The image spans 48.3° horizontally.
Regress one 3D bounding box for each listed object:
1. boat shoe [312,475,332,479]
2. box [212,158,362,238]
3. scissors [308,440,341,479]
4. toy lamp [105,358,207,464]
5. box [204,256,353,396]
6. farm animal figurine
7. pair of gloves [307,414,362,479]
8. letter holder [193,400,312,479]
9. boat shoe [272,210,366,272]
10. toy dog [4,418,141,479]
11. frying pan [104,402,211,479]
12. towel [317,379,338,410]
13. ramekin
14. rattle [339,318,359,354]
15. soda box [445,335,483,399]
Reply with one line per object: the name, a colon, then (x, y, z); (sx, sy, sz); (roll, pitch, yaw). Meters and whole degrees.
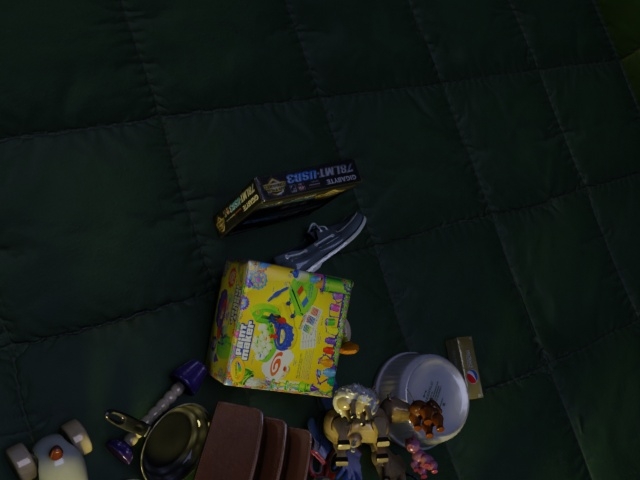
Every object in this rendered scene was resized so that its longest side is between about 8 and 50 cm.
boat shoe: (-0.043, 0.716, 1.640); (0.130, 0.132, 0.355); (22, 61, 28)
box: (-0.090, -0.106, 1.823); (0.296, 0.293, 0.073); (-15, 80, -32)
scissors: (-0.010, 0.645, 1.785); (0.109, 0.021, 0.297); (29, 63, -21)
toy lamp: (-0.366, 0.385, 1.636); (0.080, 0.080, 0.274); (46, 59, -9)
box: (-0.104, 0.208, 1.736); (0.279, 0.177, 0.289); (13, 86, -25)
farm animal figurine: (0.148, 0.476, 1.789); (0.327, 0.330, 0.172); (11, 36, -15)
pair of gloves: (0.036, 0.532, 1.797); (0.198, 0.023, 0.159); (45, 21, -7)
letter holder: (-0.155, 0.541, 1.597); (0.215, 0.152, 0.301); (6, 64, 19)
boat shoe: (0.000, 0.000, 1.945); (0.319, 0.116, 0.099); (-40, 99, -27)
toy dog: (-0.499, 0.521, 1.465); (0.334, 0.161, 0.220); (45, 61, -9)
frying pan: (-0.367, 0.447, 1.556); (0.326, 0.053, 0.197); (13, 93, -51)
towel: (0.015, 0.384, 1.876); (0.067, 0.029, 0.119); (-10, 78, -31)
ramekin: (0.286, 0.434, 1.953); (0.273, 0.127, 0.272); (9, 70, -27)
rattle: (0.039, 0.202, 1.890); (0.130, 0.143, 0.199); (9, 75, -7)
soda box: (0.419, 0.373, 2.086); (0.058, 0.061, 0.181); (-2, 75, -29)
